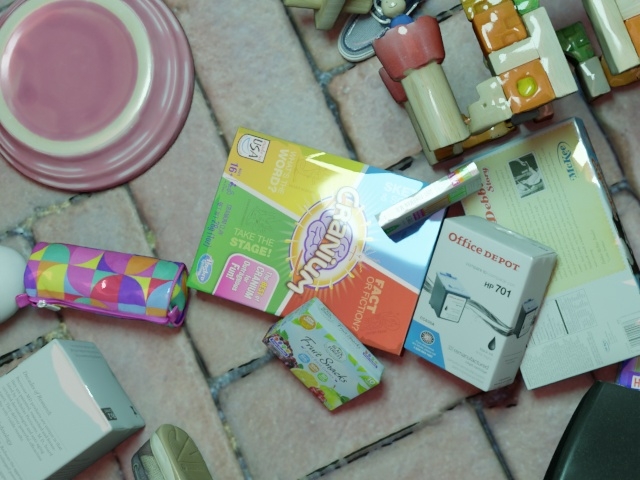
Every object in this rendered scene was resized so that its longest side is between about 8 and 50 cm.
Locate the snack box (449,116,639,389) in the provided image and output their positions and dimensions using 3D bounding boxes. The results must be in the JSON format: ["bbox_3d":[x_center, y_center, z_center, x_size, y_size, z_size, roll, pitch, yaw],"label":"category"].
[{"bbox_3d":[0.313,0.018,1.470,0.187,0.060,0.322,-22,81,25],"label":"snack box"}]

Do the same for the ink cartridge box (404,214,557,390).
[{"bbox_3d":[0.209,0.079,1.447,0.139,0.082,0.191,26,110,32],"label":"ink cartridge box"}]

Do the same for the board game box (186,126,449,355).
[{"bbox_3d":[0.000,0.000,1.541,0.316,0.064,0.242,17,86,10],"label":"board game box"}]

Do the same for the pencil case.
[{"bbox_3d":[-0.305,0.066,1.564,0.236,0.104,0.105,6,85,9],"label":"pencil case"}]

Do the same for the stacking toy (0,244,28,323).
[{"bbox_3d":[-0.612,0.168,1.532,0.479,0.350,0.351,-33,80,-13],"label":"stacking toy"}]

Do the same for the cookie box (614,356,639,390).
[{"bbox_3d":[0.448,0.167,1.469,0.091,0.040,0.107,13,86,10],"label":"cookie box"}]

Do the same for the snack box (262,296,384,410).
[{"bbox_3d":[0.004,0.155,1.492,0.141,0.037,0.100,46,126,-11],"label":"snack box"}]

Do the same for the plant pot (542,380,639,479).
[{"bbox_3d":[0.390,0.282,1.403,0.188,0.187,0.167,15,75,10],"label":"plant pot"}]

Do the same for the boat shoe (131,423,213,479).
[{"bbox_3d":[-0.183,0.390,1.495,0.092,0.102,0.285,-40,59,22],"label":"boat shoe"}]

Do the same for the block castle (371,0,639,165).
[{"bbox_3d":[0.295,-0.278,1.410,0.453,0.303,0.213,-22,88,6],"label":"block castle"}]

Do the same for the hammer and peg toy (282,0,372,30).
[{"bbox_3d":[0.023,-0.498,1.493,0.127,0.266,0.362,2,66,-15],"label":"hammer and peg toy"}]

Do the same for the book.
[{"bbox_3d":[0.141,-0.055,1.444,0.144,0.096,0.035,-29,81,5],"label":"book"}]

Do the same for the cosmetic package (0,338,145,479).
[{"bbox_3d":[-0.373,0.249,1.527,0.183,0.151,0.151,-36,80,2],"label":"cosmetic package"}]

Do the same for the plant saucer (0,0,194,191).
[{"bbox_3d":[-0.354,-0.240,1.611,0.332,0.084,0.332,-1,85,8],"label":"plant saucer"}]

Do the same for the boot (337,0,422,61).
[{"bbox_3d":[0.093,-0.337,1.552,0.069,0.086,0.190,44,91,10],"label":"boot"}]
